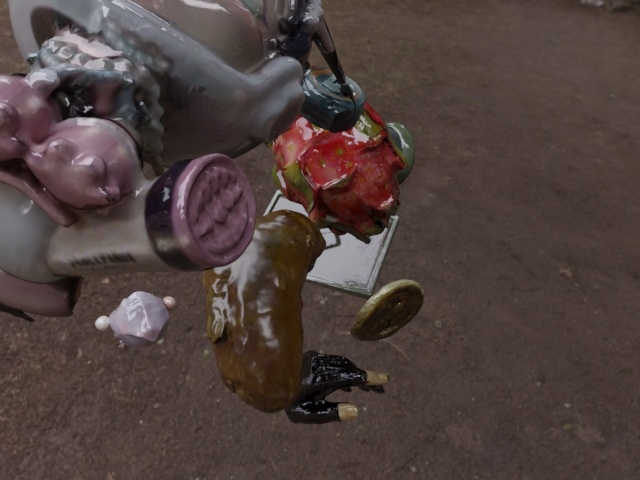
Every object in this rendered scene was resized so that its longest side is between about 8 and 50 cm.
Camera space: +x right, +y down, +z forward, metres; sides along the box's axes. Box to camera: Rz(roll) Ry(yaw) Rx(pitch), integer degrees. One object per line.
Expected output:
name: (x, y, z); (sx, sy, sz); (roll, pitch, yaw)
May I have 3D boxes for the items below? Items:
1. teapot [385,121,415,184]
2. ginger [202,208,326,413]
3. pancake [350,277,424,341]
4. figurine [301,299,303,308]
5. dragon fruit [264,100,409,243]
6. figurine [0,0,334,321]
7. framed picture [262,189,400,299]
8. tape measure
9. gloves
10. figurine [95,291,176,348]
teapot: (0.091, -0.239, 1.538); (0.336, 0.200, 0.270); (3, 30, -39)
ginger: (-0.091, 0.082, 0.819); (0.172, 0.165, 0.321); (23, 51, -14)
pancake: (0.121, 0.129, 1.001); (0.158, 0.158, 0.028); (-14, 47, -31)
figurine: (-0.101, 0.163, 1.697); (0.068, 0.075, 0.140); (-42, 77, -5)
dragon fruit: (0.036, -0.140, 1.050); (0.303, 0.231, 0.237); (46, 2, -11)
figurine: (-0.148, -0.136, 0.435); (0.253, 0.211, 0.361); (40, 49, -23)
framed picture: (0.000, 0.000, 1.322); (0.324, 0.020, 0.241); (13, 55, 15)
tape measure: (0.018, -0.235, 0.736); (0.104, 0.180, 0.107); (20, 38, 17)
gloves: (0.024, 0.238, 0.964); (0.180, 0.106, 0.129); (-19, 7, 12)
figurine: (-0.459, 0.207, 1.425); (0.200, 0.276, 0.133); (-15, 82, -27)
